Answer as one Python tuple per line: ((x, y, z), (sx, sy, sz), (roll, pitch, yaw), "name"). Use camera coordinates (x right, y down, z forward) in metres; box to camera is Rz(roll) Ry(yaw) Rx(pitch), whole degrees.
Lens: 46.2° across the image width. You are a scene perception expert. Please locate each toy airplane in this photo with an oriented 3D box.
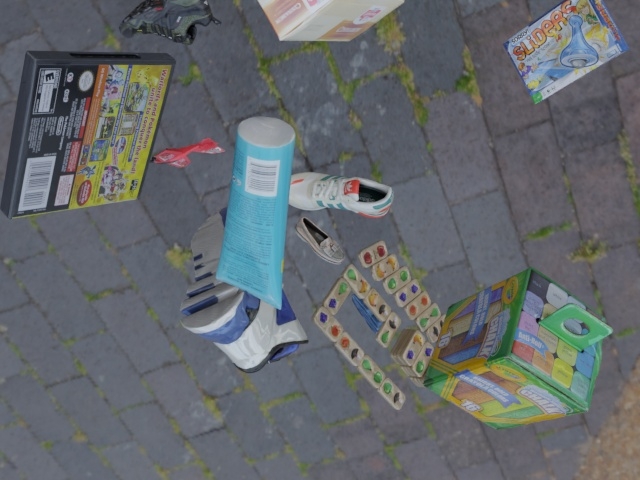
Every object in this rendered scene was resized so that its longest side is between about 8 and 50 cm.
((-0.253, -0.165, 1.401), (0.151, 0.151, 0.028), (-11, 86, 9), "toy airplane")

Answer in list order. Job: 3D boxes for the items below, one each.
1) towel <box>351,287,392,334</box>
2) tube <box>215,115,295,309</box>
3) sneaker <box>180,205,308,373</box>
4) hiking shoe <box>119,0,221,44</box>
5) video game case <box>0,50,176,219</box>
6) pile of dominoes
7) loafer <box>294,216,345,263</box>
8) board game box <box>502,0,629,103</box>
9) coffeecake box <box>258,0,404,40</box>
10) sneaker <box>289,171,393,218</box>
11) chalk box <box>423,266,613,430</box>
((0.125, 0.159, 1.717), (0.067, 0.119, 0.029), (-21, 140, -19), "towel")
((-0.063, -0.020, 0.737), (0.080, 0.052, 0.207), (27, 132, 19), "tube")
((-0.103, 0.081, 1.109), (0.127, 0.315, 0.182), (-19, 123, 17), "sneaker")
((-0.314, -0.439, 1.535), (0.227, 0.086, 0.114), (-10, 127, 35), "hiking shoe")
((-0.370, -0.170, 1.201), (0.035, 0.248, 0.274), (40, 123, 28), "video game case")
((0.118, 0.131, 1.196), (0.040, 0.196, 0.251), (-6, 133, 50), "pile of dominoes")
((0.000, 0.000, 1.547), (0.125, 0.045, 0.039), (38, 142, 8), "loafer")
((0.445, -0.357, 1.380), (0.201, 0.035, 0.136), (-32, 86, 54), "board game box")
((-0.023, -0.261, 0.619), (0.068, 0.142, 0.185), (-30, 89, 28), "coffeecake box")
((0.025, -0.071, 1.041), (0.161, 0.057, 0.075), (9, 165, -5), "sneaker")
((0.251, 0.133, 0.915), (0.132, 0.132, 0.213), (33, 148, -13), "chalk box")
